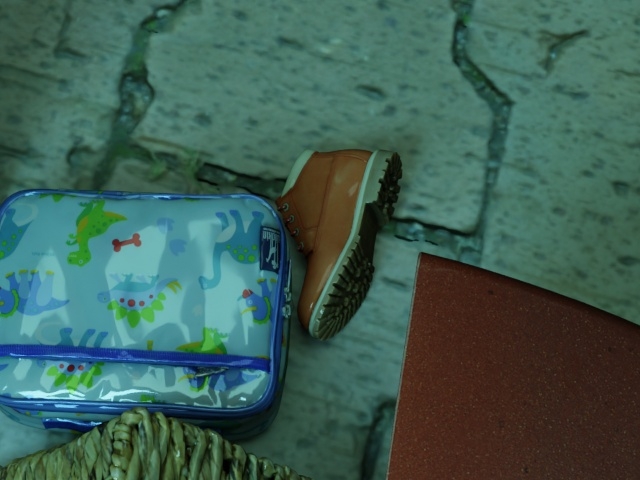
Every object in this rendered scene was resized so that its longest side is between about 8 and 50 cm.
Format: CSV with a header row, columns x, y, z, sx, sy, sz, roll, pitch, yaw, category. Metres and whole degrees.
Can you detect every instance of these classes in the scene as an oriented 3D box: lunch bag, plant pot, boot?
x,y,z,sx,sy,sz,roll,pitch,yaw,category
-0.129,0.055,1.391,0.219,0.090,0.176,4,70,3,lunch bag
0.157,0.197,1.218,0.236,0.267,0.267,6,54,5,plant pot
0.000,0.000,1.463,0.085,0.059,0.158,10,64,18,boot

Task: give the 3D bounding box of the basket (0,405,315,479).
x,y,z,sx,sy,sz,roll,pitch,yaw,category
-0.124,0.290,1.276,0.213,0.223,0.299,26,58,-29,basket
